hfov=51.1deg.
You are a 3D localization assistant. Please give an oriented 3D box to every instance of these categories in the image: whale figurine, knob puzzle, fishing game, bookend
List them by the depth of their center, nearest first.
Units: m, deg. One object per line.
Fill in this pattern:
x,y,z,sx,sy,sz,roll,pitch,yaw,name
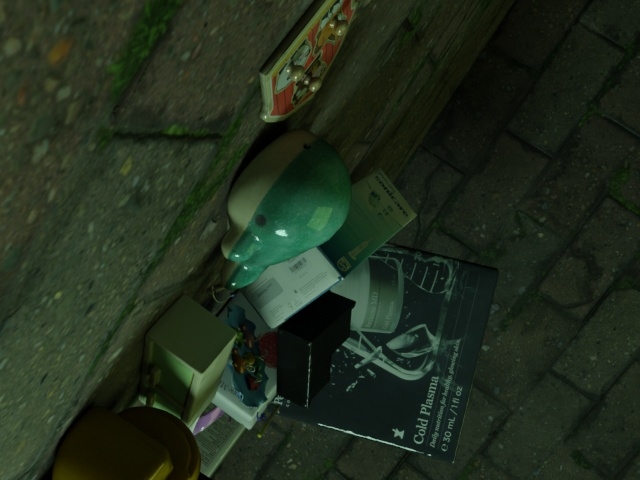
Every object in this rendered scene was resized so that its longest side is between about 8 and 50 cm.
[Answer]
-0.005,-0.214,0.809,0.213,0.030,0.213,-54,173,-10,knob puzzle
-0.051,-0.022,0.935,0.216,0.141,0.272,-48,170,-49,whale figurine
-0.122,0.195,1.153,0.041,0.264,0.189,-18,179,11,fishing game
-0.008,0.200,1.252,0.157,0.072,0.156,-36,138,-47,bookend

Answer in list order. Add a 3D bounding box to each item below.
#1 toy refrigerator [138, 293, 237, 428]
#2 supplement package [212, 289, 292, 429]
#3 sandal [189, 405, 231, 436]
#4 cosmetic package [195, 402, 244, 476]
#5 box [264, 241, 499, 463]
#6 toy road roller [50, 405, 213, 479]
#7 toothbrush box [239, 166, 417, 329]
-0.216,0.205,1.049,0.094,0.102,0.269,-50,172,-35,toy refrigerator
-0.123,0.205,1.360,0.293,0.178,0.175,-53,173,-22,supplement package
-0.253,0.394,1.525,0.416,0.102,0.169,-63,-177,0,sandal
-0.266,0.458,1.700,0.296,0.153,0.129,-49,170,-35,cosmetic package
0.156,0.249,1.721,0.297,0.472,0.479,38,65,-81,box
-0.306,0.378,0.925,0.329,0.203,0.240,-51,157,-34,toy road roller
0.013,0.009,1.235,0.216,0.126,0.295,-39,177,41,toothbrush box
